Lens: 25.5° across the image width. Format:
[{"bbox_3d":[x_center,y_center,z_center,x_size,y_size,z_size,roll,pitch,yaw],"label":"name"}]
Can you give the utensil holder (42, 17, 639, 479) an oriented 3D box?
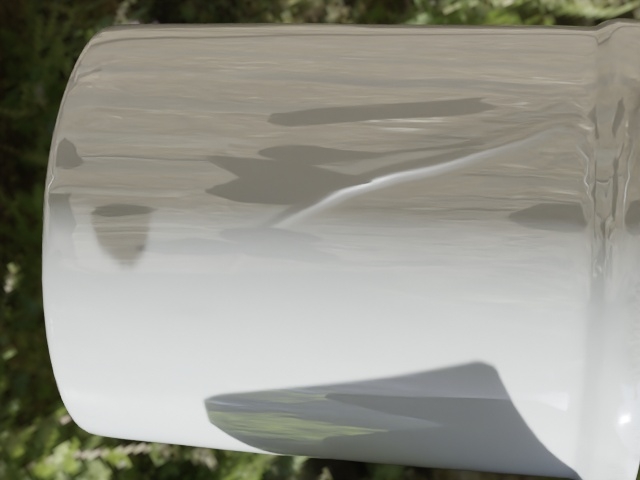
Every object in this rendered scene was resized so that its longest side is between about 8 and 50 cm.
[{"bbox_3d":[0.033,-0.001,1.010,0.385,0.328,0.327,4,-158,8],"label":"utensil holder"}]
